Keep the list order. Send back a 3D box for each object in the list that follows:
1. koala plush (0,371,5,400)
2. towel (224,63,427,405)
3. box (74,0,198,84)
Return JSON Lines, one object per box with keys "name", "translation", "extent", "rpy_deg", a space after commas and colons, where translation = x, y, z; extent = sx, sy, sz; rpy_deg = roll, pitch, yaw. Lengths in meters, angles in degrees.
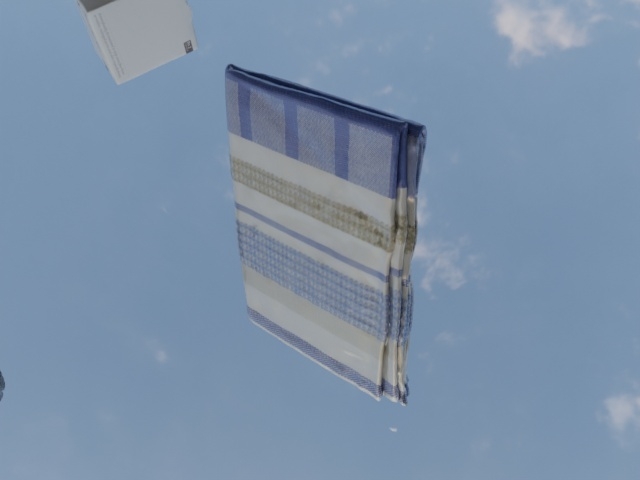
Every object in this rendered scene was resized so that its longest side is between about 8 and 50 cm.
{"name": "koala plush", "translation": [-0.624, 0.222, 1.031], "extent": [0.196, 0.221, 0.203], "rpy_deg": [-1, -63, 4]}
{"name": "towel", "translation": [0.000, 0.000, 0.615], "extent": [0.209, 0.285, 0.034], "rpy_deg": [24, -139, 34]}
{"name": "box", "translation": [-0.344, -0.421, 1.277], "extent": [0.181, 0.181, 0.119], "rpy_deg": [-29, -119, -14]}
